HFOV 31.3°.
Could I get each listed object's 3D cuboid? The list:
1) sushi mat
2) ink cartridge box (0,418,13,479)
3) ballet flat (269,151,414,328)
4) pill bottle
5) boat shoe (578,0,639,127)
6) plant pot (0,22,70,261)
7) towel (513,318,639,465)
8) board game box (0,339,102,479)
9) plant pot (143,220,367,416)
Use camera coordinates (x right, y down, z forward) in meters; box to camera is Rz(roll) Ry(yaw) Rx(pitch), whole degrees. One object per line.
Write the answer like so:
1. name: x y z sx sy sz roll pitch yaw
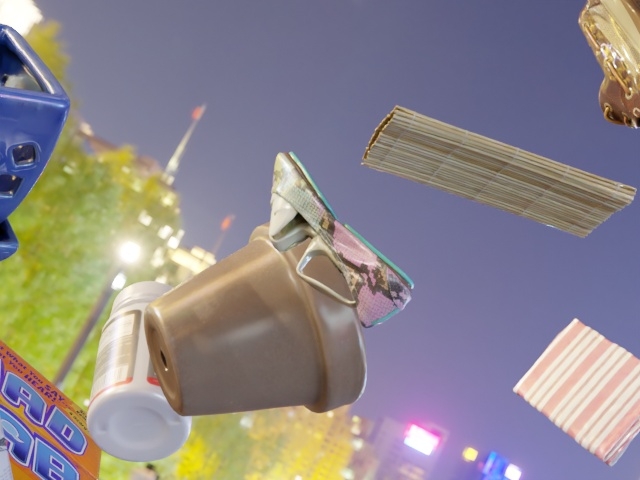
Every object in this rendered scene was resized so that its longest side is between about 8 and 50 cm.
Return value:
1. sushi mat: 0.214 -0.080 1.421 0.317 0.019 0.151 18 -22 -5
2. ink cartridge box: -0.311 0.170 0.924 0.099 0.135 0.056 -12 2 1
3. ballet flat: 0.000 0.000 1.123 0.221 0.079 0.077 49 -5 29
4. pill bottle: -0.285 0.206 1.859 0.161 0.161 0.283 33 28 -24
5. boat shoe: 0.410 -0.190 1.415 0.123 0.342 0.123 0 -36 -31
6. plant pot: -0.417 -0.107 1.169 0.236 0.212 0.236 4 25 -32
7. towel: 0.378 0.208 1.589 0.197 0.144 0.029 38 -8 47
8. board game box: -0.592 0.373 1.745 0.356 0.356 0.356 45 9 -19
9. plant pot: -0.098 0.117 1.467 0.263 0.229 0.263 164 -90 -70
